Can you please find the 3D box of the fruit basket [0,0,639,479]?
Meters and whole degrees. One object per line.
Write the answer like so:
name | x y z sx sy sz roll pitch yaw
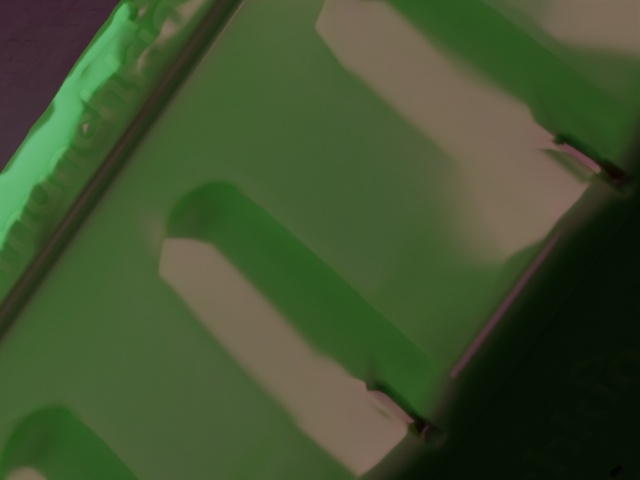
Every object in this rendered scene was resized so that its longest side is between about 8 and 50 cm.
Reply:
fruit basket | 0.000 0.000 0.687 0.392 0.283 0.392 -22 54 34
